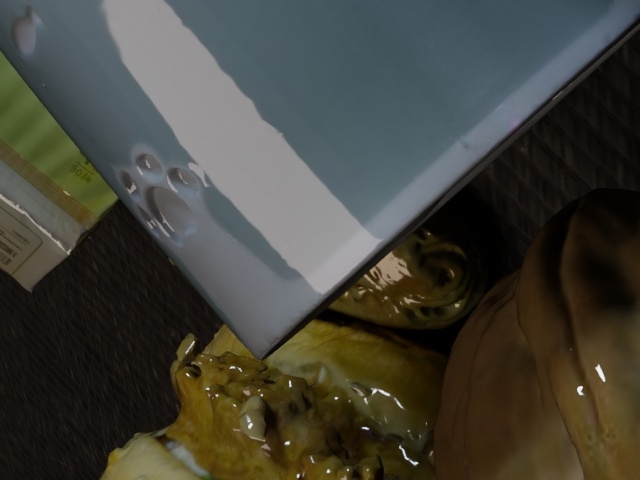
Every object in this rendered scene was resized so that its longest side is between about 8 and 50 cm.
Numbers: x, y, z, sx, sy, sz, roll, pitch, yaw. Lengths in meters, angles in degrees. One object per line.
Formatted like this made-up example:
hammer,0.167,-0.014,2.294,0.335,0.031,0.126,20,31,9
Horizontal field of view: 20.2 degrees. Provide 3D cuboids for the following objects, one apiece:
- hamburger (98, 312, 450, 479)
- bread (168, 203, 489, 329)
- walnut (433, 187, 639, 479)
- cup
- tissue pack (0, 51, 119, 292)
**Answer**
hamburger,0.026,0.203,1.132,0.445,0.268,0.287,37,164,24
bread,-0.001,-0.001,1.158,0.269,0.087,0.098,13,135,49
walnut,0.203,0.112,0.832,0.313,0.252,0.277,56,153,7
cup,-0.017,-0.130,0.892,0.274,0.259,0.356,49,-179,2
tissue pack,-0.255,-0.085,1.340,0.234,0.125,0.159,40,158,-7
